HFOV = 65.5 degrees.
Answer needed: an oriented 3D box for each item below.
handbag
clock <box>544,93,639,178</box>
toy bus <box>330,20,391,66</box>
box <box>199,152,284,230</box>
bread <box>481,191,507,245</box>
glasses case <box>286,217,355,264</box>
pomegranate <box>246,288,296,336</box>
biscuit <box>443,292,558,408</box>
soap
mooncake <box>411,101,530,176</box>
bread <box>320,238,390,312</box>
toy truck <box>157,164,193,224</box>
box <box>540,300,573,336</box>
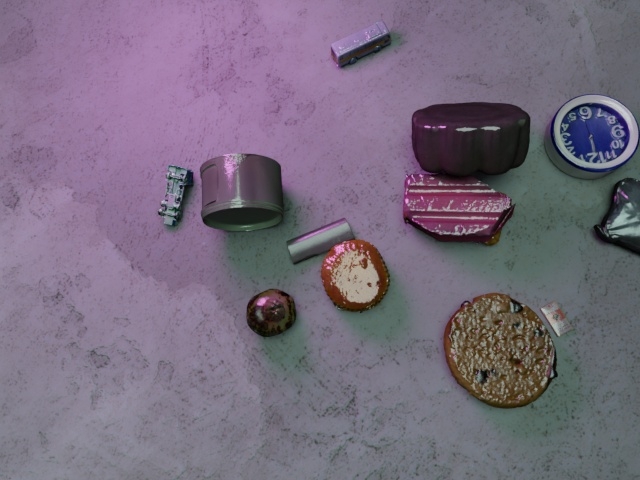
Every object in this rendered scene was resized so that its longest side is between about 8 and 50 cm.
[{"bbox_3d":[0.914,-0.037,1.321,0.332,0.075,0.192,22,83,7],"label":"handbag"},{"bbox_3d":[0.754,-0.290,1.391,0.230,0.083,0.231,-1,78,3],"label":"clock"},{"bbox_3d":[0.124,-0.607,1.532,0.190,0.075,0.064,-26,75,0],"label":"toy bus"},{"bbox_3d":[-0.216,-0.127,1.371,0.226,0.226,0.150,-6,76,4],"label":"box"},{"bbox_3d":[0.482,-0.061,1.379,0.052,0.044,0.157,14,77,15],"label":"bread"},{"bbox_3d":[-0.001,0.001,1.417,0.190,0.042,0.072,-22,83,0],"label":"glasses case"},{"bbox_3d":[-0.127,0.199,1.324,0.138,0.163,0.126,-11,103,-16],"label":"pomegranate"},{"bbox_3d":[0.459,0.283,1.283,0.295,0.075,0.296,0,75,0],"label":"biscuit"},{"bbox_3d":[0.369,-0.086,1.338,0.288,0.112,0.182,0,79,19],"label":"soap"},{"bbox_3d":[0.393,-0.272,1.327,0.305,0.306,0.154,-4,114,5],"label":"mooncake"},{"bbox_3d":[0.093,0.095,1.350,0.199,0.104,0.199,-2,77,7],"label":"bread"},{"bbox_3d":[-0.426,-0.134,1.484,0.067,0.081,0.175,13,97,9],"label":"toy truck"},{"bbox_3d":[0.625,0.207,1.317,0.046,0.012,0.083,-28,77,0],"label":"box"}]
